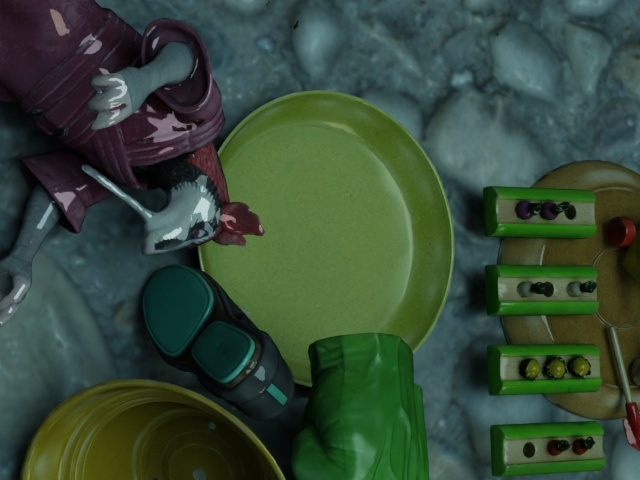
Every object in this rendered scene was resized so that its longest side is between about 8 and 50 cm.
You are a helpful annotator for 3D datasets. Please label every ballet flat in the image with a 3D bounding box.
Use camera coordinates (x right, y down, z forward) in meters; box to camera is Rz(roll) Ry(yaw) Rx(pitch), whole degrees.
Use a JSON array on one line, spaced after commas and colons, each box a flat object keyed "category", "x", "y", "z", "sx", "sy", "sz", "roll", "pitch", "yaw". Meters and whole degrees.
[{"category": "ballet flat", "x": -0.072, "y": 0.079, "z": 1.279, "sx": 0.074, "sy": 0.203, "sz": 0.074, "roll": -8, "pitch": 110, "yaw": -22}]

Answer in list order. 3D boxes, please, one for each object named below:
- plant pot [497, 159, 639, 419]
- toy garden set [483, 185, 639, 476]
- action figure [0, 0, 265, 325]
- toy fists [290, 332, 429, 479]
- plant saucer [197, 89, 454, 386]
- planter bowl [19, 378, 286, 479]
[{"category": "plant pot", "x": 0.262, "y": 0.043, "z": 1.574, "sx": 0.236, "sy": 0.032, "sz": 0.236, "roll": 4, "pitch": 82, "yaw": -30}, {"category": "toy garden set", "x": 0.239, "y": 0.076, "z": 1.508, "sx": 0.204, "sy": 0.049, "sz": 0.244, "roll": 1, "pitch": 84, "yaw": -31}, {"category": "action figure", "x": -0.183, "y": -0.123, "z": 1.263, "sx": 0.370, "sy": 0.248, "sz": 0.276, "roll": 42, "pitch": 39, "yaw": -20}, {"category": "toy fists", "x": 0.031, "y": 0.168, "z": 1.306, "sx": 0.096, "sy": 0.279, "sz": 0.142, "roll": -4, "pitch": 72, "yaw": 4}, {"category": "plant saucer", "x": 0.000, "y": 0.000, "z": 1.416, "sx": 0.241, "sy": 0.037, "sz": 0.241, "roll": 3, "pitch": 84, "yaw": -31}, {"category": "planter bowl", "x": -0.102, "y": 0.187, "z": 1.277, "sx": 0.217, "sy": 0.217, "sz": 0.090, "roll": 67, "pitch": 23, "yaw": -8}]
